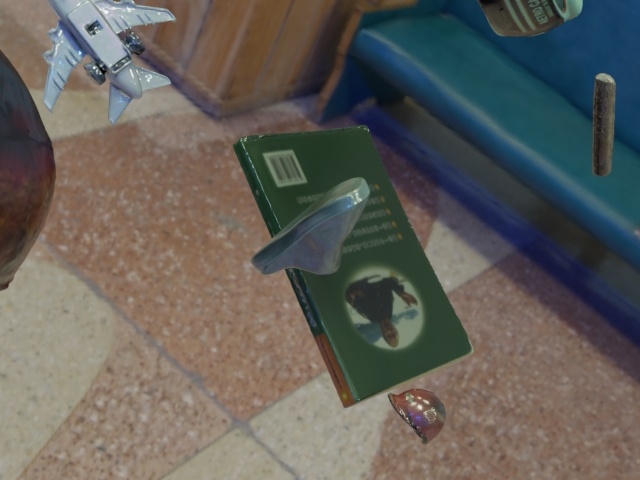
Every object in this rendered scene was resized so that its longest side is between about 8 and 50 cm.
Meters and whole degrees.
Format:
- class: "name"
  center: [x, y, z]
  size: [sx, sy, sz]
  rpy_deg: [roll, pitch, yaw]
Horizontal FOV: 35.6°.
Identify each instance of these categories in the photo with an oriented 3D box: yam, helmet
- class: "yam"
  center: [0.387, -0.157, 1.361]
  size: [0.032, 0.145, 0.032]
  rpy_deg: [-5, 31, 3]
- class: "helmet"
  center: [0.124, 0.205, 1.210]
  size: [0.084, 0.049, 0.065]
  rpy_deg: [51, 8, -37]

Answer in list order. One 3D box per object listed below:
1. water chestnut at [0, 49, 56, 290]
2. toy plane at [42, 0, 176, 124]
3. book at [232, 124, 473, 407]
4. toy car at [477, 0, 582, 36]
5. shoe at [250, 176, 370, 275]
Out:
- class: "water chestnut"
  center: [-0.356, -0.022, 0.683]
  size: [0.351, 0.302, 0.350]
  rpy_deg: [-1, 6, 0]
- class: "toy plane"
  center: [-0.348, -0.316, 1.541]
  size: [0.255, 0.251, 0.101]
  rpy_deg: [55, -14, -19]
- class: "book"
  center: [0.047, 0.020, 1.343]
  size: [0.260, 0.043, 0.370]
  rpy_deg: [-12, 74, -46]
- class: "toy car"
  center: [0.254, -0.364, 1.322]
  size: [0.306, 0.136, 0.125]
  rpy_deg: [40, 46, -53]
- class: "shoe"
  center: [0.000, 0.000, 1.150]
  size: [0.078, 0.195, 0.079]
  rpy_deg: [51, 40, -9]
